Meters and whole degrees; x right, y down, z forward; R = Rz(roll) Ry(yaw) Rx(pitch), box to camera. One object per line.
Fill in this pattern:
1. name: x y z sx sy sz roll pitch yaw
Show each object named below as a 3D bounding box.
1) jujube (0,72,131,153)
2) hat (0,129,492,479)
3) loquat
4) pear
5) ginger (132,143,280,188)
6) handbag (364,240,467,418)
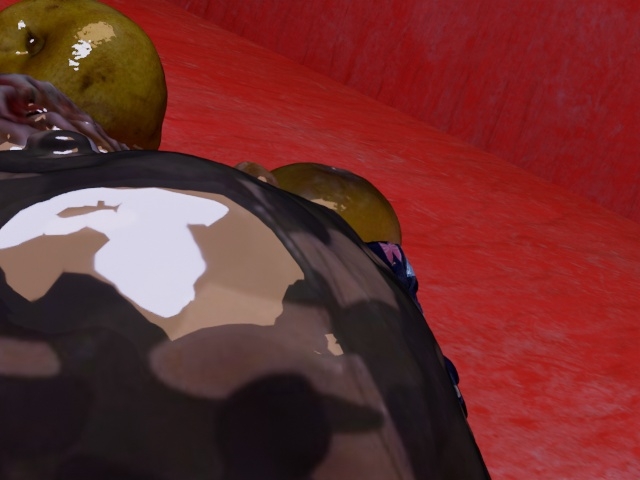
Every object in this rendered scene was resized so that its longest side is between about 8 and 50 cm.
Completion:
1. jujube: -0.219 0.012 0.501 0.317 0.226 0.226 15 15 -34
2. hat: 0.023 0.121 0.357 0.382 0.257 0.366 18 25 34
3. loquat: 0.000 0.000 1.022 0.152 0.152 0.195 28 24 27
4. pear: -0.252 -0.156 1.139 0.200 0.200 0.200 20 14 -5
5. ginger: -0.141 -0.026 0.931 0.333 0.166 0.080 22 -26 28
6. handbag: -0.014 0.064 0.765 0.260 0.113 0.162 9 53 -42
